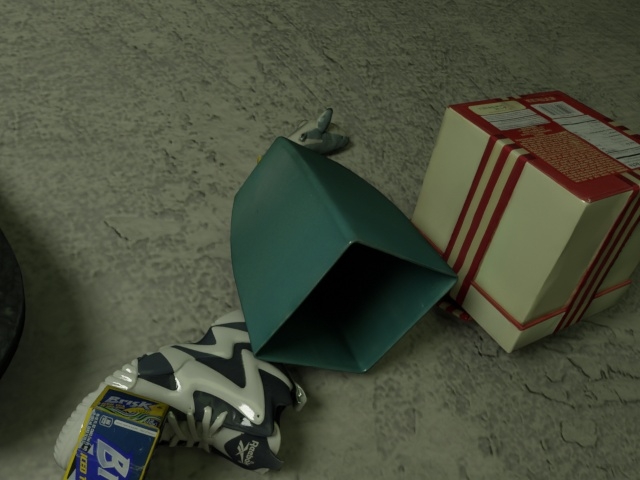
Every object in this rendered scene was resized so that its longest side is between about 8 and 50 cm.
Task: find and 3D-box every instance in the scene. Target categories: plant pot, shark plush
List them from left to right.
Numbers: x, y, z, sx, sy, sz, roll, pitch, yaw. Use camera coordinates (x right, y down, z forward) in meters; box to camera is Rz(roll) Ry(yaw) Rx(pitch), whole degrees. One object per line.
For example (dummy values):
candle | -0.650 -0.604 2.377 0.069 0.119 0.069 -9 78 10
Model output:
shark plush | -0.015 -0.131 0.837 0.067 0.073 0.161 56 43 -18
plant pot | 0.000 0.000 0.654 0.165 0.165 0.234 19 31 -40

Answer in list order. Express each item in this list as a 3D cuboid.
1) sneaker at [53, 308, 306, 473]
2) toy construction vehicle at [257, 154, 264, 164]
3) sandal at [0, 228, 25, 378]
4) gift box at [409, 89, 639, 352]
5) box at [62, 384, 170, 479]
sneaker | -0.112 0.177 0.546 0.153 0.094 0.234 43 41 21
toy construction vehicle | -0.046 -0.086 0.769 0.098 0.086 0.035 -6 53 -25
sandal | -0.398 0.012 0.557 0.167 0.107 0.446 -16 51 -29
gift box | 0.274 -0.037 0.765 0.254 0.258 0.276 -10 41 -26
box | -0.179 0.209 0.461 0.059 0.054 0.169 21 93 -7
